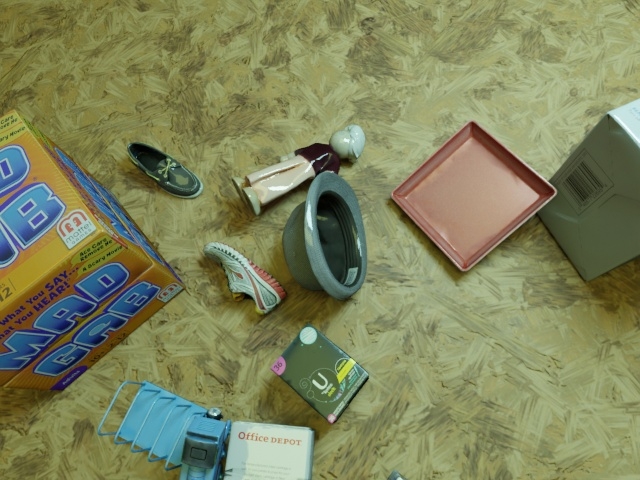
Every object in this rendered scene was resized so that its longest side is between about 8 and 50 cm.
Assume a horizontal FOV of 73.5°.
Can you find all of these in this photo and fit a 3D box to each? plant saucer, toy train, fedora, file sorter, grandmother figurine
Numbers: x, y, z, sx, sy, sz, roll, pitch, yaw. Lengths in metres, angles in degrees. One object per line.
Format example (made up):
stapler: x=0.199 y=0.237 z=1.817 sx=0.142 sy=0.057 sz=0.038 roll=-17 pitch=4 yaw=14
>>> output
plant saucer: x=0.339 y=-0.102 z=0.981 sx=0.259 sy=0.047 sz=0.258 roll=-43 pitch=66 yaw=10
toy train: x=-0.224 y=0.417 z=0.816 sx=0.080 sy=0.105 sz=0.184 roll=13 pitch=96 yaw=3
fedora: x=0.000 y=0.000 z=0.945 sx=0.124 sy=0.243 sz=0.276 roll=-14 pitch=78 yaw=31
file sorter: x=-0.336 y=0.372 z=0.869 sx=0.170 sy=0.104 sz=0.118 roll=19 pitch=72 yaw=12
grandmother figurine: x=-0.033 y=-0.182 z=1.042 sx=0.342 sy=0.104 sz=0.208 roll=-31 pitch=51 yaw=-15

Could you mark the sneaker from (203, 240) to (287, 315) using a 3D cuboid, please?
sneaker: x=-0.187 y=0.082 z=0.977 sx=0.225 sy=0.088 sz=0.093 roll=36 pitch=77 yaw=17

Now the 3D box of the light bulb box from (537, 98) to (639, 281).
light bulb box: x=0.685 y=-0.129 z=0.828 sx=0.361 sy=0.358 sz=0.225 roll=-23 pitch=69 yaw=-5

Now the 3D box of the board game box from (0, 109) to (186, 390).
board game box: x=-0.580 y=0.044 z=0.888 sx=0.356 sy=0.356 sz=0.356 roll=-41 pitch=71 yaw=-10

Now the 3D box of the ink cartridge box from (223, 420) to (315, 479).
ink cartridge box: x=-0.098 y=0.465 z=0.814 sx=0.160 sy=0.093 sz=0.220 roll=3 pitch=69 yaw=7

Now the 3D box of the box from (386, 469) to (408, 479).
box: x=0.191 y=0.520 z=0.753 sx=0.203 sy=0.114 sz=0.103 roll=32 pitch=75 yaw=18

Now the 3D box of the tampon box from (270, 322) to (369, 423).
tampon box: x=0.002 y=0.271 z=0.876 sx=0.161 sy=0.101 sz=0.120 roll=36 pitch=75 yaw=18

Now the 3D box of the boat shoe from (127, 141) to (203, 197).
boat shoe: x=-0.408 y=-0.183 z=1.113 sx=0.227 sy=0.069 sz=0.081 roll=29 pitch=74 yaw=16
